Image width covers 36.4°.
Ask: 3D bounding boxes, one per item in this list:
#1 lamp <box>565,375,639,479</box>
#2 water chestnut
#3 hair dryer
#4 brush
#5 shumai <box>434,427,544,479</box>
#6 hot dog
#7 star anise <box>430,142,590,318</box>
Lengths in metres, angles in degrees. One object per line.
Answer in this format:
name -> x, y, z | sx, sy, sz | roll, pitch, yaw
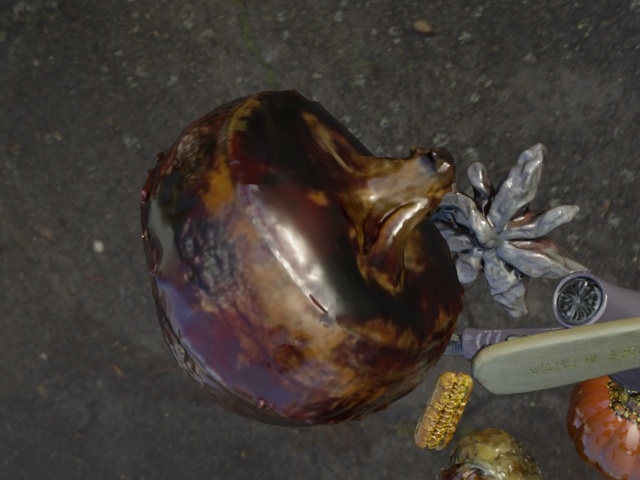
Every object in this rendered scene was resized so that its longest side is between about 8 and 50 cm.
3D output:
lamp -> 0.508, 0.292, 1.565 | 0.223, 0.223, 0.197 | 19, 142, 19
water chestnut -> 0.000, 0.000, 0.927 | 0.302, 0.350, 0.350 | -41, 89, 31
hair dryer -> 0.258, 0.120, 1.191 | 0.361, 0.301, 0.121 | -9, 67, 36
brush -> 0.263, 0.056, 0.632 | 0.336, 0.020, 0.085 | -14, 125, 15
shumai -> 0.285, 0.408, 1.652 | 0.161, 0.153, 0.210 | -21, 55, 23
hot dog -> 0.214, 0.293, 1.686 | 0.071, 0.045, 0.165 | 11, 116, -18
star anise -> 0.253, 0.009, 1.507 | 0.315, 0.139, 0.359 | 30, 121, 16
